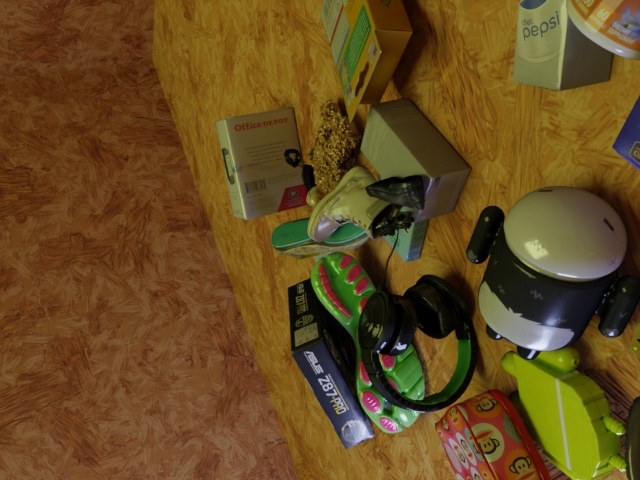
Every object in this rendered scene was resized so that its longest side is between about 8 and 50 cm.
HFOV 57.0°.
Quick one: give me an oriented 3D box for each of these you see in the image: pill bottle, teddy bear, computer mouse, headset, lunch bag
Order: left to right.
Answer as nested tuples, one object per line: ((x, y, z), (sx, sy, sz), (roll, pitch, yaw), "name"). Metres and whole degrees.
((-0.054, -0.191, 1.632), (0.242, 0.041, 0.071), (41, -131, -62), "computer mouse")
((0.022, -0.196, 1.531), (0.338, 0.113, 0.245), (106, 144, -51), "teddy bear")
((0.192, 0.143, 1.176), (0.185, 0.243, 0.395), (-29, 77, 67), "headset")
((0.332, 0.436, 1.130), (0.293, 0.120, 0.258), (88, 160, -66), "lunch bag")
((0.372, -0.311, 0.616), (0.121, 0.121, 0.216), (62, 146, 27), "pill bottle")

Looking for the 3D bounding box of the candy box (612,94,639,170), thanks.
((0.463, -0.147, 0.526), (0.317, 0.122, 0.268), (98, 149, -45), "candy box")

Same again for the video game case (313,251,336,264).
((0.000, 0.000, 1.820), (0.157, 0.019, 0.143), (-25, 80, 67), "video game case")

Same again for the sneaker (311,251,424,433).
((0.133, 0.255, 1.537), (0.202, 0.185, 0.483), (53, -165, -79), "sneaker")

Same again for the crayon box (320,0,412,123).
((0.089, -0.425, 1.192), (0.203, 0.083, 0.323), (117, 146, -58), "crayon box")

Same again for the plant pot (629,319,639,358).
((0.454, 0.127, 0.765), (0.081, 0.083, 0.082), (47, 144, 48), "plant pot")

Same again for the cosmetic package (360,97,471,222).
((0.184, -0.166, 1.190), (0.238, 0.107, 0.127), (57, 151, 31), "cosmetic package")

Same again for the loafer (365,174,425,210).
((0.141, -0.087, 1.135), (0.170, 0.062, 0.061), (13, 124, 67), "loafer")

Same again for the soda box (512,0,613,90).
((0.323, -0.347, 0.757), (0.091, 0.098, 0.287), (39, 139, 55), "soda box")

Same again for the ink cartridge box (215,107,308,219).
((-0.178, -0.237, 1.819), (0.131, 0.226, 0.307), (11, 113, 64), "ink cartridge box")

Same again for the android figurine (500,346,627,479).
((0.403, 0.285, 0.985), (0.273, 0.056, 0.249), (-157, 53, -72), "android figurine")

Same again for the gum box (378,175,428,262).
((0.181, -0.070, 1.329), (0.157, 0.041, 0.185), (55, 149, 41), "gum box")

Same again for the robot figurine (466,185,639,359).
((0.338, 0.050, 0.881), (0.174, 0.208, 0.278), (-86, 1, -49), "robot figurine")

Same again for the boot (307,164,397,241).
((0.072, -0.049, 1.343), (0.213, 0.077, 0.165), (-50, 48, 13), "boot")

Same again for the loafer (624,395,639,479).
((0.511, 0.385, 0.788), (0.130, 0.133, 0.366), (-18, 84, 31), "loafer")

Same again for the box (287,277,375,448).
((0.017, 0.317, 1.606), (0.395, 0.097, 0.318), (-104, -10, -72), "box")

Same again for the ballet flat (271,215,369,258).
((0.026, -0.016, 1.504), (0.348, 0.123, 0.123), (-11, 95, 40), "ballet flat")
